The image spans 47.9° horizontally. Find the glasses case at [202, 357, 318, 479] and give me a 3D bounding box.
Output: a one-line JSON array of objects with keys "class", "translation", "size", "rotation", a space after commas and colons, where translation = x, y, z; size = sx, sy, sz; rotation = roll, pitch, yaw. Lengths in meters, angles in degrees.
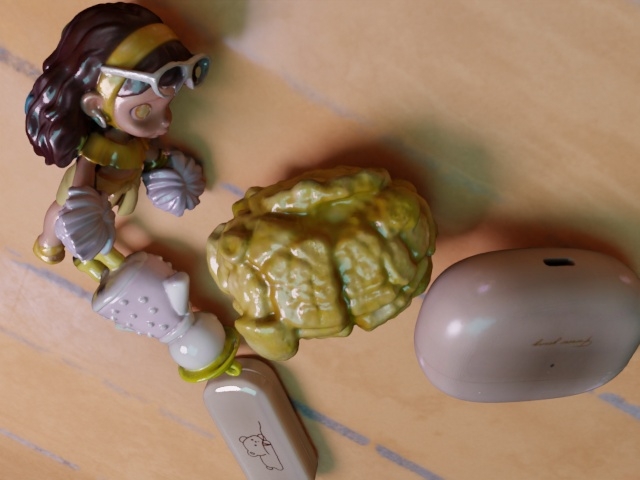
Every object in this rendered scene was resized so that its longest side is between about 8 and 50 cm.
[{"class": "glasses case", "translation": [-0.066, 0.219, 0.825], "size": [0.083, 0.050, 0.196], "rotation": [-13, 120, 19]}]

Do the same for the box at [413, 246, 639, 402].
[{"class": "box", "translation": [0.178, 0.073, 0.613], "size": [0.200, 0.088, 0.146], "rotation": [0, 128, -13]}]

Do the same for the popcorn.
[{"class": "popcorn", "translation": [-0.006, 0.008, 0.596], "size": [0.194, 0.163, 0.140], "rotation": [-2, 114, 22]}]

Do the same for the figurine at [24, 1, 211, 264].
[{"class": "figurine", "translation": [-0.175, -0.074, 0.592], "size": [0.115, 0.174, 0.240], "rotation": [29, 121, 13]}]

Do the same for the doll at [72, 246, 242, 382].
[{"class": "doll", "translation": [-0.157, 0.074, 0.729], "size": [0.207, 0.081, 0.129], "rotation": [43, 131, -19]}]
